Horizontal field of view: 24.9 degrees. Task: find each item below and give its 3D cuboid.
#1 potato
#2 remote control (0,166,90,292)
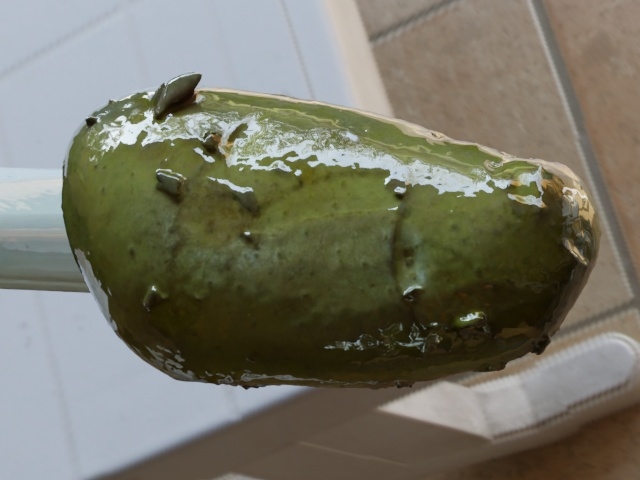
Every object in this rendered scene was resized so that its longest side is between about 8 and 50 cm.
[{"bbox_3d":[0.000,0.000,0.495,0.188,0.085,0.105,3,82,11],"label":"potato"},{"bbox_3d":[-0.096,-0.009,0.650,0.103,0.293,0.051,26,109,45],"label":"remote control"}]
